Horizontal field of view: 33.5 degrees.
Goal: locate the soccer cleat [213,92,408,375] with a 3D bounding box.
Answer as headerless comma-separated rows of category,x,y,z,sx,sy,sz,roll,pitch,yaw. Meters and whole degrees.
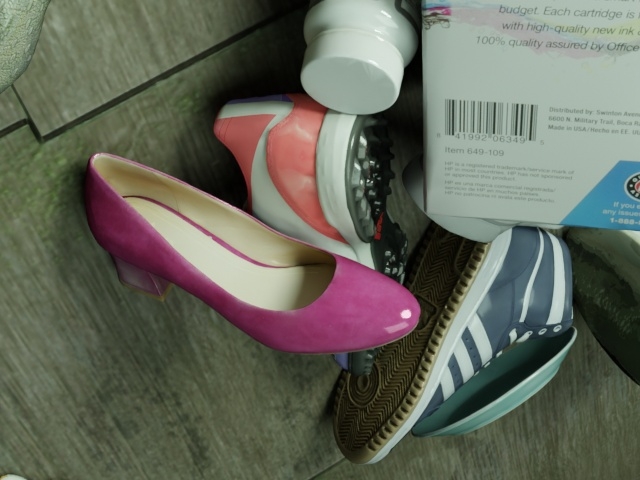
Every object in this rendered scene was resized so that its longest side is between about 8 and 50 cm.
soccer cleat,0.000,0.000,0.854,0.318,0.116,0.108,78,28,-54

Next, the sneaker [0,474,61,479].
sneaker,-0.233,0.220,0.886,0.083,0.037,0.032,18,108,-43

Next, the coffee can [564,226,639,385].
coffee can,0.413,0.006,1.055,0.275,0.201,0.201,-27,133,-14

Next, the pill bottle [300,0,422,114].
pill bottle,0.032,-0.159,0.714,0.078,0.078,0.137,41,53,-45

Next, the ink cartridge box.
ink cartridge box,0.177,-0.173,0.715,0.198,0.197,0.270,5,130,12

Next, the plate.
plate,0.171,0.143,1.027,0.188,0.188,0.024,-33,90,-10

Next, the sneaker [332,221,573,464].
sneaker,0.132,0.098,1.004,0.153,0.099,0.282,16,108,-39

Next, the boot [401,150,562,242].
boot,0.176,-0.073,0.877,0.258,0.095,0.123,-7,144,-54

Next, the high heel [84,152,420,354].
high heel,-0.050,0.004,0.738,0.082,0.244,0.117,-58,153,-35

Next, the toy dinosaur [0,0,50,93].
toy dinosaur,-0.182,-0.150,0.563,0.121,0.160,0.313,30,101,-44
